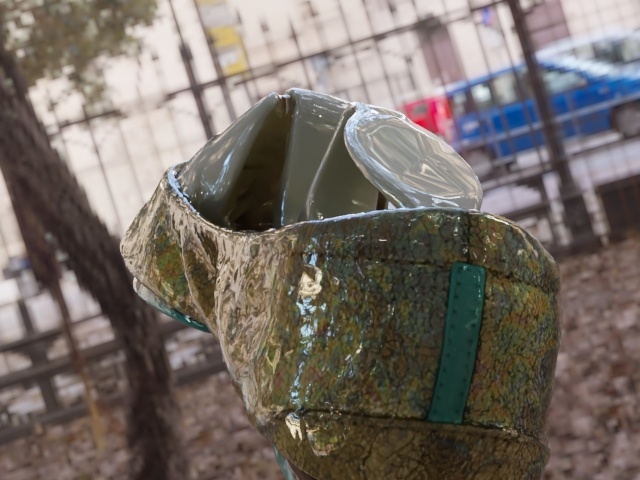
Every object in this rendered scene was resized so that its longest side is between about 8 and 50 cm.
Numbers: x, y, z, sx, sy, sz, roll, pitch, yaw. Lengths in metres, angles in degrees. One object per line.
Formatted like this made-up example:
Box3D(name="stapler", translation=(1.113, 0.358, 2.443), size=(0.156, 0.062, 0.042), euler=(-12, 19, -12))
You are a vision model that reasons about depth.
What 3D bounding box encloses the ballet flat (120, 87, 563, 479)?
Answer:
Box3D(name="ballet flat", translation=(0.000, 0.000, 0.584), size=(0.123, 0.123, 0.348), euler=(-18, 16, -11))
